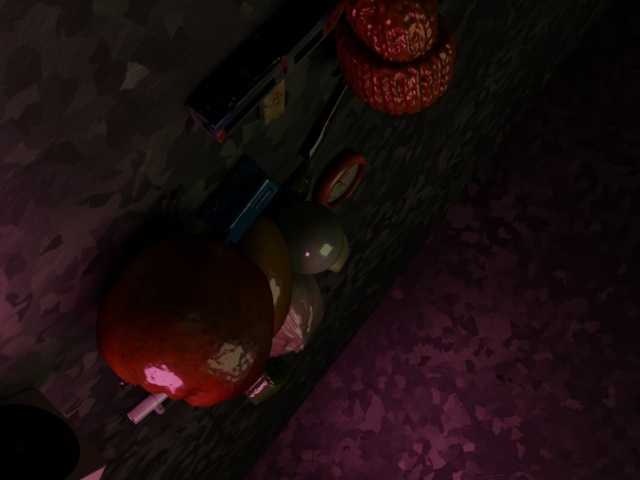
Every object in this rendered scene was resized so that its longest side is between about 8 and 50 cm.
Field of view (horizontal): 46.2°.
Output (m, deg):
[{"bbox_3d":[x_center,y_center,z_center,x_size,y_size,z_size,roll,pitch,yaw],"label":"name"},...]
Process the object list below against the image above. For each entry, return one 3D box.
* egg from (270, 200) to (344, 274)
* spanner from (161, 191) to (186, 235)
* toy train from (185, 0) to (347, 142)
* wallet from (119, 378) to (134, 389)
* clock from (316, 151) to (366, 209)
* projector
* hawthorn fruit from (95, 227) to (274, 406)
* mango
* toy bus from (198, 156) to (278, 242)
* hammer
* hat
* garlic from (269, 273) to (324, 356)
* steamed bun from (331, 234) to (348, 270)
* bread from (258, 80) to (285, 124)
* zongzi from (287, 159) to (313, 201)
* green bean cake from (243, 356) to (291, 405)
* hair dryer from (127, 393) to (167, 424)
[{"bbox_3d":[-0.045,-0.008,2.046,0.203,0.203,0.282,-49,-160,-9],"label":"egg"},{"bbox_3d":[-0.324,-0.032,1.713,0.054,0.015,0.255,-44,159,-22],"label":"spanner"},{"bbox_3d":[-0.098,-0.372,1.521,0.409,0.086,0.089,-48,161,-14],"label":"toy train"},{"bbox_3d":[-0.408,0.305,2.077,0.317,0.044,0.169,-13,141,-59],"label":"wallet"},{"bbox_3d":[0.060,-0.179,2.266,0.205,0.051,0.205,-44,160,-20],"label":"clock"},{"bbox_3d":[-0.613,0.440,1.526,0.259,0.257,0.079,-18,141,-58],"label":"projector"},{"bbox_3d":[-0.275,0.155,1.648,0.403,0.402,0.403,-44,159,-21],"label":"hawthorn fruit"},{"bbox_3d":[-0.185,0.104,1.930,0.221,0.264,0.378,-5,117,-32],"label":"mango"},{"bbox_3d":[-0.187,-0.095,1.777,0.185,0.106,0.090,-52,158,0],"label":"toy bus"},{"bbox_3d":[0.027,-0.333,1.943,0.290,0.037,0.137,-59,160,18],"label":"hammer"},{"bbox_3d":[0.177,-0.498,1.648,0.285,0.285,0.400,-41,153,-28],"label":"hat"},{"bbox_3d":[-0.119,0.212,2.238,0.317,0.259,0.317,-26,155,-13],"label":"garlic"},{"bbox_3d":[0.000,0.000,2.297,0.153,0.169,0.238,-69,161,-6],"label":"steamed bun"},{"bbox_3d":[-0.107,-0.327,1.668,0.068,0.028,0.154,-39,156,-27],"label":"bread"},{"bbox_3d":[-0.044,-0.167,2.076,0.104,0.052,0.113,86,29,-76],"label":"zongzi"},{"bbox_3d":[-0.213,0.407,2.435,0.125,0.222,0.248,-47,167,7],"label":"green bean cake"},{"bbox_3d":[-0.499,0.507,2.238,0.155,0.044,0.183,-38,159,-30],"label":"hair dryer"}]
